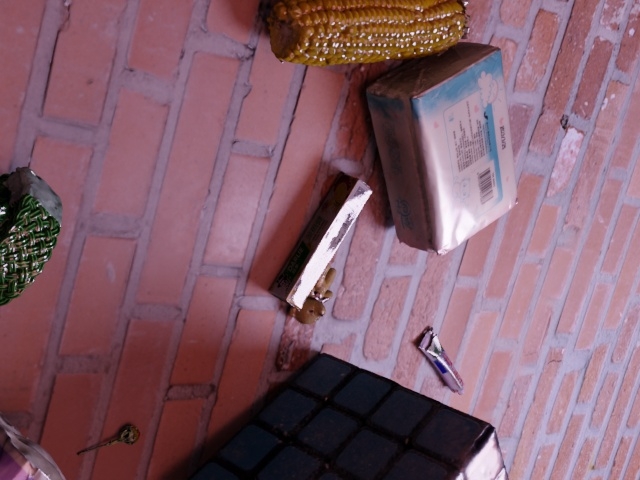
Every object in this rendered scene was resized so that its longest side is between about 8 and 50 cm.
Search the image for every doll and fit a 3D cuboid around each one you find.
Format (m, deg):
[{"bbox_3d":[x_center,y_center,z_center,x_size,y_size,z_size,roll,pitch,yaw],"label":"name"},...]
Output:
[{"bbox_3d":[-0.010,0.078,1.270,0.061,0.051,0.093,39,51,-41],"label":"doll"}]

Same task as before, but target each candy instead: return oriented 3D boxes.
[{"bbox_3d":[-0.277,0.263,1.124,0.083,0.023,0.025,-13,123,-26],"label":"candy"}]

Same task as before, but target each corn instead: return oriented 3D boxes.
[{"bbox_3d":[0.074,-0.289,1.141,0.318,0.115,0.115,-15,116,-36],"label":"corn"}]

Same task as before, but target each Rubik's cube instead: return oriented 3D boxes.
[{"bbox_3d":[0.052,0.424,1.224,0.344,0.337,0.343,-41,129,-32],"label":"Rubik's cube"}]

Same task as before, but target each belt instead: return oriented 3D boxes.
[{"bbox_3d":[-0.323,-0.001,0.902,0.079,0.121,0.151,44,37,-39],"label":"belt"}]

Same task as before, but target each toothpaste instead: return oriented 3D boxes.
[{"bbox_3d":[0.218,0.220,1.519,0.045,0.028,0.170,-51,128,-22],"label":"toothpaste"}]

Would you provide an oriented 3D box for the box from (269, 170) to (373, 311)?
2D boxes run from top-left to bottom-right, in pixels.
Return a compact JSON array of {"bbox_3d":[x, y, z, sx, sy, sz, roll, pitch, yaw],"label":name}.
[{"bbox_3d":[0.000,0.000,1.231,0.041,0.050,0.207,35,83,-39],"label":"box"}]

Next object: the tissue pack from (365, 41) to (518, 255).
[{"bbox_3d":[0.187,-0.139,1.284,0.201,0.124,0.271,-31,124,-26],"label":"tissue pack"}]

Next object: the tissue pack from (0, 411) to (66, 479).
[{"bbox_3d":[-0.427,0.315,0.863,0.338,0.242,0.160,-43,132,-19],"label":"tissue pack"}]
